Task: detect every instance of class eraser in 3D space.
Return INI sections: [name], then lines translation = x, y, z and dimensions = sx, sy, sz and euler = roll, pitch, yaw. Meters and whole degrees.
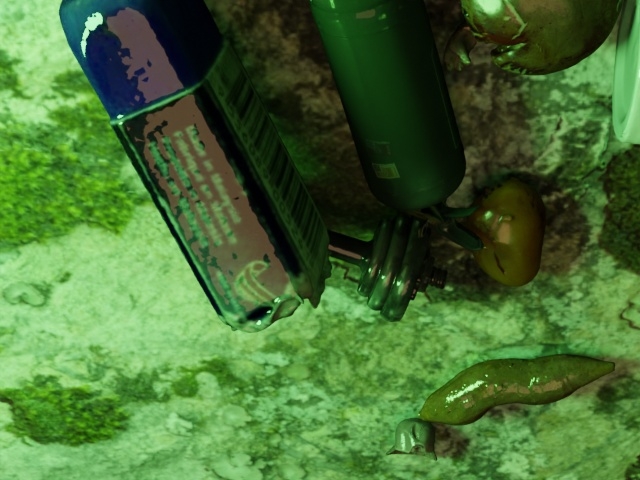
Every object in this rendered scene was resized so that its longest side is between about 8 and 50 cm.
[eraser]
translation = -0.102, -0.087, 1.306
dimensions = 0.101, 0.155, 0.332
euler = -24, 110, 15

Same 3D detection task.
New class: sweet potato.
[sweet potato]
translation = 0.203, 0.151, 1.603
dimensions = 0.218, 0.051, 0.065
euler = -17, 124, 19

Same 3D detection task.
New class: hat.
[hat]
translation = 0.103, 0.220, 1.689
dimensions = 0.058, 0.042, 0.087
euler = 6, 166, 5

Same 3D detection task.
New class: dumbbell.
[dumbbell]
translation = 0.000, 0.000, 1.464
dimensions = 0.254, 0.110, 0.110
euler = 17, 131, -1

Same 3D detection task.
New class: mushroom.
[mushroom]
translation = 0.174, -0.196, 1.283
dimensions = 0.170, 0.080, 0.135
euler = -35, 110, 27

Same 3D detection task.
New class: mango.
[mango]
translation = 0.181, -0.002, 1.463
dimensions = 0.077, 0.063, 0.127
euler = -9, 129, 5

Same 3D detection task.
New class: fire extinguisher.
[fire extinguisher]
translation = 0.073, -0.118, 1.345
dimensions = 0.114, 0.095, 0.311
euler = 13, 139, 32

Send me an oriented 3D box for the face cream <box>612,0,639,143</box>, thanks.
[face cream]
translation = 0.438, -0.139, 1.258
dimensions = 0.370, 0.145, 0.145
euler = 4, 132, 4
